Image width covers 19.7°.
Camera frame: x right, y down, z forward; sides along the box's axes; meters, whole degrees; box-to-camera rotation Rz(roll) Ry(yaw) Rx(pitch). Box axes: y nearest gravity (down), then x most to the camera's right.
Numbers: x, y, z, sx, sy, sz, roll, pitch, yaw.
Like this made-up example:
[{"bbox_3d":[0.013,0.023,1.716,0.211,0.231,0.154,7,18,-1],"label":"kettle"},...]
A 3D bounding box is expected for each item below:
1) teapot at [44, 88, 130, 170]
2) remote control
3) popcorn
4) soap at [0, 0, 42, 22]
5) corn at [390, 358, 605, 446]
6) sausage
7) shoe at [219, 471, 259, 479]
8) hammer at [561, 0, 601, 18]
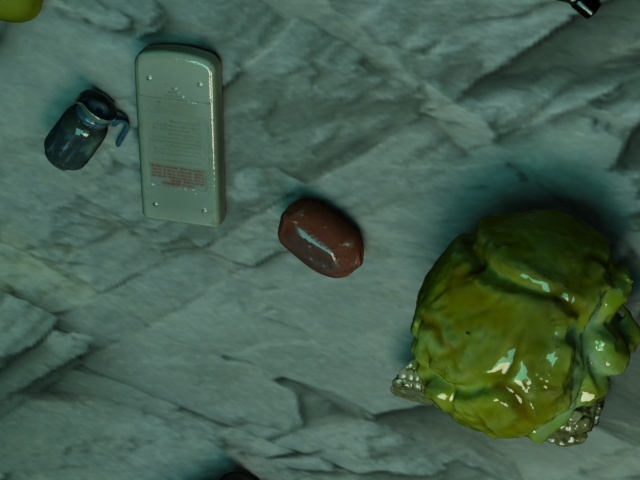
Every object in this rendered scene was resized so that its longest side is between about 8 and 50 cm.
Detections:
[{"bbox_3d":[-0.235,-0.104,1.850,0.063,0.049,0.083,39,123,-6],"label":"teapot"},{"bbox_3d":[-0.138,-0.104,1.831,0.087,0.029,0.190,7,121,14],"label":"remote control"},{"bbox_3d":[0.185,0.075,1.724,0.221,0.204,0.184,-53,136,-3],"label":"popcorn"},{"bbox_3d":[-0.305,-0.274,1.779,0.089,0.045,0.140,20,123,10],"label":"soap"},{"bbox_3d":[0.178,0.144,1.844,0.211,0.087,0.087,17,123,15],"label":"corn"},{"bbox_3d":[0.000,0.000,1.831,0.094,0.054,0.059,38,123,-5],"label":"sausage"},{"bbox_3d":[-0.083,0.293,2.000,0.241,0.108,0.093,-2,117,12],"label":"shoe"},{"bbox_3d":[0.269,-0.269,1.611,0.065,0.021,0.178,42,120,-8],"label":"hammer"}]
